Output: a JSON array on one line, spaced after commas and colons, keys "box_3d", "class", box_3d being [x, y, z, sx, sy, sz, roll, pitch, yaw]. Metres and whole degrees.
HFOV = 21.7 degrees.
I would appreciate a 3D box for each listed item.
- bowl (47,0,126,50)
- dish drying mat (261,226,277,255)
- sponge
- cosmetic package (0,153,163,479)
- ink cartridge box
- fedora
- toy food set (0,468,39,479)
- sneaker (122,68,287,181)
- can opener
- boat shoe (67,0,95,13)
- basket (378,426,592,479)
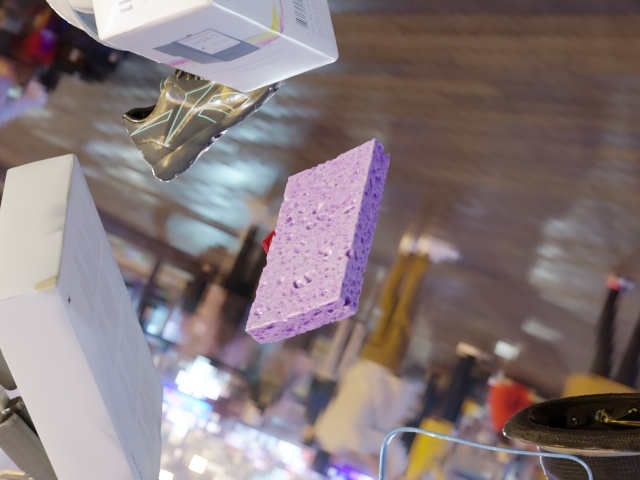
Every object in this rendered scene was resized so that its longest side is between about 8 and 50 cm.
[{"box_3d": [-0.294, -0.405, 2.219, 0.134, 0.298, 0.298, 8, 165, 36], "class": "bowl"}, {"box_3d": [-0.035, 0.026, 1.753, 0.008, 0.032, 0.083, 6, 133, 43], "class": "dish drying mat"}, {"box_3d": [0.000, 0.000, 1.636, 0.117, 0.210, 0.031, -21, 130, 35], "class": "sponge"}, {"box_3d": [-0.283, 0.131, 1.980, 0.284, 0.097, 0.377, -100, -5, -57], "class": "cosmetic package"}, {"box_3d": [-0.120, -0.273, 1.528, 0.119, 0.207, 0.353, -15, 169, 21], "class": "ink cartridge box"}, {"box_3d": [0.428, 0.319, 2.404, 0.334, 0.153, 0.334, -6, -175, 0], "class": "fedora"}, {"box_3d": [-0.268, 0.270, 1.612, 0.132, 0.038, 0.192, -1, 152, 37], "class": "toy food set"}, {"box_3d": [-0.136, -0.182, 2.074, 0.106, 0.267, 0.101, 50, -157, -7], "class": "sneaker"}, {"box_3d": [-0.368, 0.223, 2.067, 0.280, 0.093, 0.074, 57, -161, -19], "class": "can opener"}, {"box_3d": [-0.142, -0.284, 1.894, 0.302, 0.113, 0.103, -5, 138, -5], "class": "boat shoe"}, {"box_3d": [0.177, 0.380, 1.985, 0.254, 0.289, 0.201, 10, 178, 12], "class": "basket"}]
